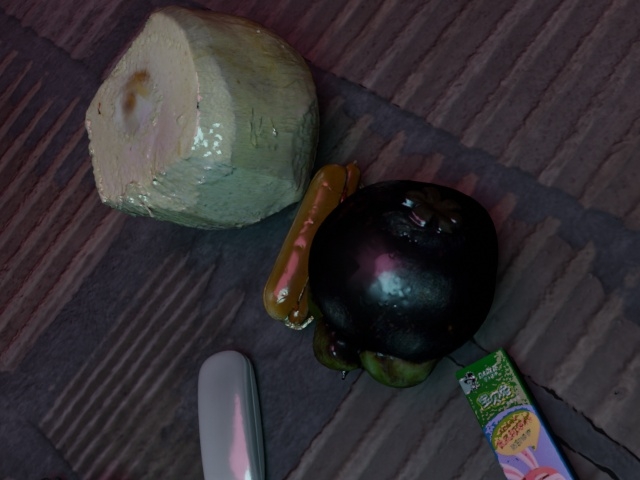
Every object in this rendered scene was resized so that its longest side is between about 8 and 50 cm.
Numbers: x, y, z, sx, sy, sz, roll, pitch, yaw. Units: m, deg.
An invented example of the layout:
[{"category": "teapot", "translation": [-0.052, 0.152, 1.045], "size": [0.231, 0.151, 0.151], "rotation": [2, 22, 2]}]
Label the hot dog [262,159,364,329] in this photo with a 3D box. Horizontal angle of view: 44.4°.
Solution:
[{"category": "hot dog", "translation": [0.000, 0.000, 1.004], "size": [0.062, 0.092, 0.235], "rotation": [9, 74, 50]}]

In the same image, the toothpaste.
[{"category": "toothpaste", "translation": [0.228, 0.244, 0.815], "size": [0.065, 0.050, 0.266], "rotation": [-32, 58, 14]}]

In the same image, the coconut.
[{"category": "coconut", "translation": [-0.137, -0.151, 1.035], "size": [0.297, 0.255, 0.297], "rotation": [-5, 82, 40]}]

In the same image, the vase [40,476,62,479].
[{"category": "vase", "translation": [-0.306, 0.354, 1.000], "size": [0.183, 0.120, 0.120], "rotation": [10, 73, 45]}]

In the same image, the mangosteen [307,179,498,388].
[{"category": "mangosteen", "translation": [0.083, 0.048, 0.886], "size": [0.243, 0.243, 0.242], "rotation": [-10, 65, 22]}]

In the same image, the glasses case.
[{"category": "glasses case", "translation": [-0.113, 0.233, 0.986], "size": [0.074, 0.049, 0.193], "rotation": [-19, 61, 18]}]
